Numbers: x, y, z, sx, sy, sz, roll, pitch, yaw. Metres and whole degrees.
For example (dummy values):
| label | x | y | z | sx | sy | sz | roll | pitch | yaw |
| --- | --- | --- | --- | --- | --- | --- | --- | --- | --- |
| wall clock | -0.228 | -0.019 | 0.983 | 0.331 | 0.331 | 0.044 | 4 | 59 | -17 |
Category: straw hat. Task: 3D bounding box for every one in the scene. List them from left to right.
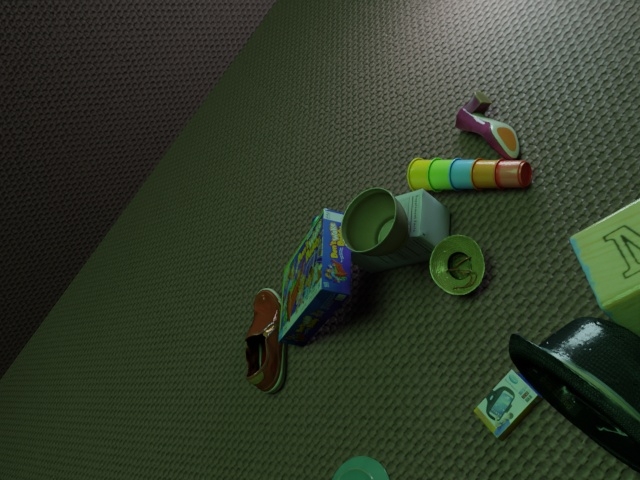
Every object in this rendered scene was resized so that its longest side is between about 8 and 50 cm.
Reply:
| label | x | y | z | sx | sy | sz | roll | pitch | yaw |
| --- | --- | --- | --- | --- | --- | --- | --- | --- | --- |
| straw hat | 0.333 | 0.062 | 1.504 | 0.144 | 0.061 | 0.144 | -9 | 74 | 36 |

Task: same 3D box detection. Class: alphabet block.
| label | x | y | z | sx | sy | sz | roll | pitch | yaw |
| --- | --- | --- | --- | --- | --- | --- | --- | --- | --- |
| alphabet block | 0.592 | 0.054 | 1.119 | 0.197 | 0.192 | 0.193 | -35 | 34 | 26 |

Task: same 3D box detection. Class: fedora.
| label | x | y | z | sx | sy | sz | roll | pitch | yaw |
| --- | --- | --- | --- | --- | --- | --- | --- | --- | --- |
| fedora | 0.482 | 0.235 | 1.065 | 0.152 | 0.334 | 0.334 | -45 | 38 | -6 |

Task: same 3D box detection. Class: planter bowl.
| label | x | y | z | sx | sy | sz | roll | pitch | yaw |
| --- | --- | --- | --- | --- | --- | --- | --- | --- | --- |
| planter bowl | 0.143 | -0.029 | 1.511 | 0.162 | 0.109 | 0.162 | -23 | 53 | 35 |

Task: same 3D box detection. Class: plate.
| label | x | y | z | sx | sy | sz | roll | pitch | yaw |
| --- | --- | --- | --- | --- | --- | --- | --- | --- | --- |
| plate | 0.079 | 0.581 | 1.442 | 0.188 | 0.024 | 0.188 | -26 | 47 | 32 |

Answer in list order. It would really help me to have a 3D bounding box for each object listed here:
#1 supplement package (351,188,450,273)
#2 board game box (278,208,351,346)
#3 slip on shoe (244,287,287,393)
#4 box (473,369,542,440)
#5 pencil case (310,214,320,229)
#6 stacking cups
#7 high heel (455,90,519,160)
| label | x | y | z | sx | sy | sz | roll | pitch | yaw |
| --- | --- | --- | --- | --- | --- | --- | --- | --- | --- |
| supplement package | 0.194 | -0.018 | 1.642 | 0.244 | 0.134 | 0.139 | -14 | 57 | 40 |
| board game box | -0.018 | 0.108 | 1.699 | 0.347 | 0.078 | 0.233 | 124 | 153 | -53 |
| slip on shoe | -0.164 | 0.274 | 1.844 | 0.123 | 0.101 | 0.331 | -30 | 44 | 31 |
| box | 0.384 | 0.328 | 1.296 | 0.136 | 0.028 | 0.081 | -52 | 39 | 9 |
| pencil case | 0.000 | 0.000 | 1.889 | 0.070 | 0.064 | 0.151 | -35 | 42 | 48 |
| stacking cups | 0.366 | -0.160 | 1.599 | 0.316 | 0.096 | 0.096 | 8 | 70 | 47 |
| high heel | 0.422 | -0.266 | 1.644 | 0.117 | 0.082 | 0.244 | -61 | 42 | 43 |
